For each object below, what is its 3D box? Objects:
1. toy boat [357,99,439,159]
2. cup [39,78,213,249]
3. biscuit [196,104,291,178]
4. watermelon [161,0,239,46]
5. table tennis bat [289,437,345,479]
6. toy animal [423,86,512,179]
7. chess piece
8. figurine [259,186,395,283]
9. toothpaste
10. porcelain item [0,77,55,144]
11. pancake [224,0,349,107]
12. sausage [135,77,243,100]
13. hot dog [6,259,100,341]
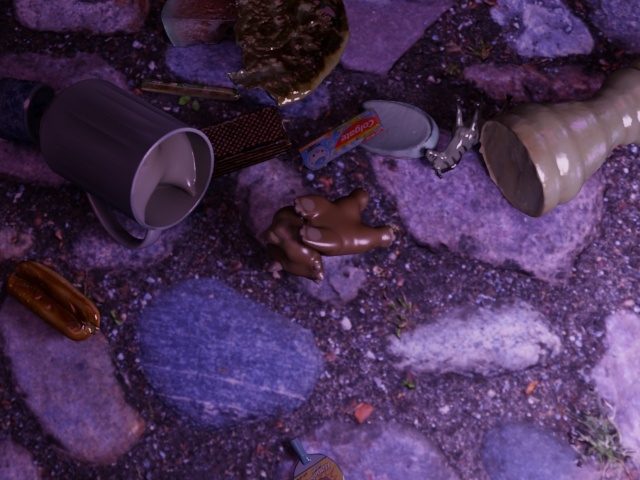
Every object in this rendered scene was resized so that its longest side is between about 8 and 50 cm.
[{"bbox_3d":[0.172,-0.247,1.818,0.208,0.079,0.134,12,72,20],"label":"toy boat"},{"bbox_3d":[-0.434,-0.157,1.730,0.327,0.323,0.237,28,28,27],"label":"cup"},{"bbox_3d":[-0.200,-0.220,1.824,0.252,0.070,0.106,-18,68,-3],"label":"biscuit"},{"bbox_3d":[-0.255,-0.553,1.959,0.241,0.094,0.154,9,60,6],"label":"watermelon"},{"bbox_3d":[-0.013,0.462,1.573,0.100,0.019,0.155,-31,72,-7],"label":"table tennis bat"},{"bbox_3d":[0.332,-0.241,1.771,0.217,0.176,0.073,-23,45,-38],"label":"toy animal"},{"bbox_3d":[0.588,-0.248,1.710,0.442,0.234,0.234,-28,69,-10],"label":"chess piece"},{"bbox_3d":[-0.005,-0.003,1.684,0.247,0.173,0.177,-19,69,-37],"label":"figurine"},{"bbox_3d":[0.051,-0.219,1.785,0.193,0.044,0.070,-28,69,16],"label":"toothpaste"},{"bbox_3d":[-0.696,-0.302,1.847,0.114,0.147,0.147,10,70,7],"label":"porcelain item"},{"bbox_3d":[-0.080,-0.498,1.901,0.305,0.067,0.427,0,69,-9],"label":"pancake"},{"bbox_3d":[-0.316,-0.363,1.907,0.269,0.033,0.033,8,69,7],"label":"sausage"},{"bbox_3d":[-0.573,0.128,1.715,0.249,0.068,0.100,33,85,17],"label":"hot dog"}]
